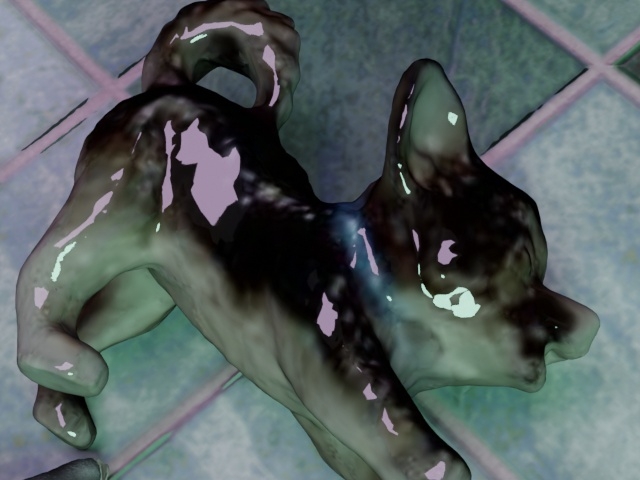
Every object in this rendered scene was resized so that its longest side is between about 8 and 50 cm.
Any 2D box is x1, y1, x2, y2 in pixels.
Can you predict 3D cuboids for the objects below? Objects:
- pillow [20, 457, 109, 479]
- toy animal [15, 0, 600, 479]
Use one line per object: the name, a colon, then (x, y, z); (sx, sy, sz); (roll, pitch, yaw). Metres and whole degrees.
pillow: (-0.193, 0.181, 0.992); (0.135, 0.055, 0.091); (-11, 25, 4)
toy animal: (0.000, 0.000, 0.977); (0.344, 0.194, 0.303); (16, 69, 17)
